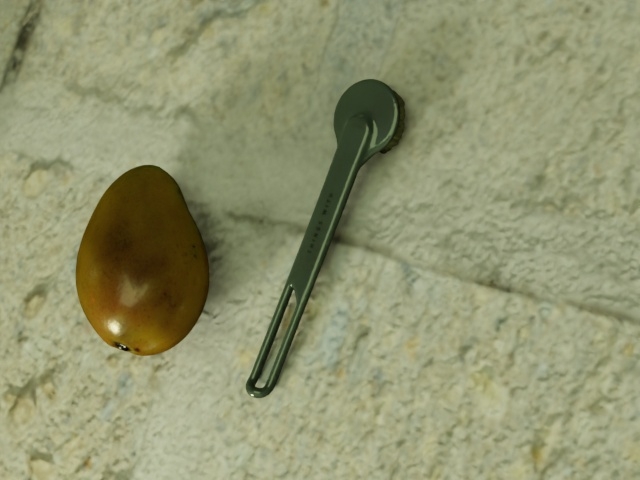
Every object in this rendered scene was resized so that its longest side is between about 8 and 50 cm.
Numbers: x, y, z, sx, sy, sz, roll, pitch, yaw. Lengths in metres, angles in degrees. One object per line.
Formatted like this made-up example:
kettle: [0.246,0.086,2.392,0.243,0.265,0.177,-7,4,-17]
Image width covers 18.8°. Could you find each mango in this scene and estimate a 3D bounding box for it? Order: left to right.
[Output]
mango: [-0.147,0.018,1.563,0.111,0.089,0.163,-31,50,8]

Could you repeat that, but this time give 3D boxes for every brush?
brush: [0.000,0.000,1.516,0.062,0.027,0.266,23,92,36]
